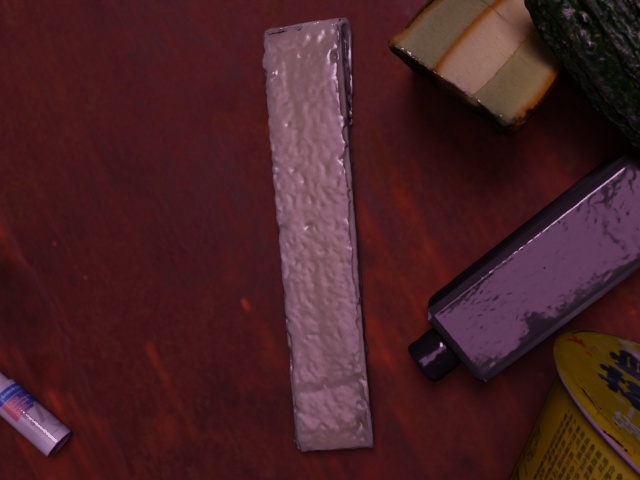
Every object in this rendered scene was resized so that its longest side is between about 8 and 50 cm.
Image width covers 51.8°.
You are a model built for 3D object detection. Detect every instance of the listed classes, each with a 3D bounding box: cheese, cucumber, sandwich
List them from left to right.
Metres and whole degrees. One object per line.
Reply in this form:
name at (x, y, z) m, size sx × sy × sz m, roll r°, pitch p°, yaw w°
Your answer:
cheese at (-0.002, 0.000, 0.614) m, size 0.085 × 0.034 × 0.401 m, roll -3°, pitch 93°, yaw 10°
sandwich at (0.143, -0.168, 0.507) m, size 0.117 × 0.187 × 0.144 m, roll 36°, pitch 105°, yaw 5°
cucumber at (0.224, -0.119, 0.467) m, size 0.265 × 0.077 × 0.077 m, roll 40°, pitch 99°, yaw -12°

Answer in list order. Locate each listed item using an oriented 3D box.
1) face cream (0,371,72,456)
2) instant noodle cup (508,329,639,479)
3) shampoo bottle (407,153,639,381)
face cream at (-0.316, 0.169, 0.680) m, size 0.130 × 0.034 × 0.034 m, roll 38°, pitch 99°, yaw 7°
instant noodle cup at (0.250, 0.255, 0.458) m, size 0.325 × 0.325 × 0.254 m, roll 27°, pitch 106°, yaw 7°
shampoo bottle at (0.181, 0.033, 0.560) m, size 0.246 × 0.080 × 0.079 m, roll -40°, pitch 85°, yaw 10°
